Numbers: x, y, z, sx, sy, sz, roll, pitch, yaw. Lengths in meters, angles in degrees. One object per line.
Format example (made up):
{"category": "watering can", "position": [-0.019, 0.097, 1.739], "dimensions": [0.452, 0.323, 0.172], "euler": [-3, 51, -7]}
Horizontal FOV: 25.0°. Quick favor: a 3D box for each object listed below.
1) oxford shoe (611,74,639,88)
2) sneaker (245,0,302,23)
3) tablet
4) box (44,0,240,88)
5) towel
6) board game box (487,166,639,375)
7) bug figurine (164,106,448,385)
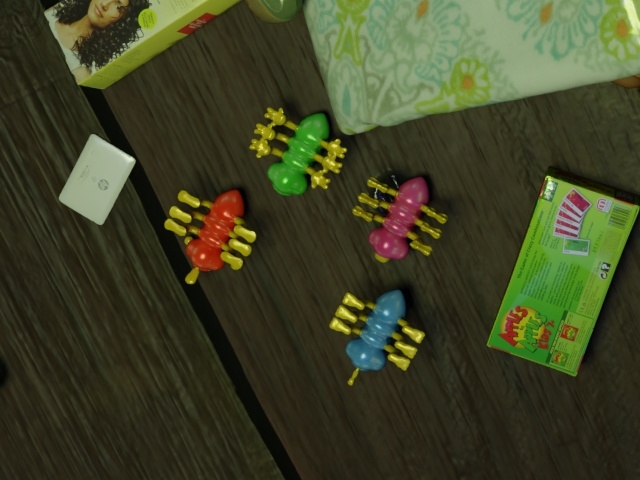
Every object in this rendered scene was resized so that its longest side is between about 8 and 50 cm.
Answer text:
{"category": "oxford shoe", "position": [0.203, -0.175, 1.332], "dimensions": [0.212, 0.076, 0.076], "euler": [22, 115, 17]}
{"category": "sneaker", "position": [-0.034, -0.284, 1.259], "dimensions": [0.086, 0.064, 0.192], "euler": [12, 114, 52]}
{"category": "tablet", "position": [-0.230, -0.062, 1.485], "dimensions": [0.054, 0.006, 0.083], "euler": [31, 110, 1]}
{"category": "box", "position": [-0.147, -0.238, 1.379], "dimensions": [0.232, 0.058, 0.087], "euler": [-31, 80, 17]}
{"category": "towel", "position": [0.120, -0.272, 1.238], "dimensions": [0.374, 0.090, 0.320], "euler": [-8, 99, 41]}
{"category": "board game box", "position": [0.234, 0.030, 1.395], "dimensions": [0.092, 0.043, 0.181], "euler": [19, 108, 6]}
{"category": "bug figurine", "position": [0.000, 0.000, 1.421], "dimensions": [0.279, 0.072, 0.216], "euler": [32, 103, 6]}
